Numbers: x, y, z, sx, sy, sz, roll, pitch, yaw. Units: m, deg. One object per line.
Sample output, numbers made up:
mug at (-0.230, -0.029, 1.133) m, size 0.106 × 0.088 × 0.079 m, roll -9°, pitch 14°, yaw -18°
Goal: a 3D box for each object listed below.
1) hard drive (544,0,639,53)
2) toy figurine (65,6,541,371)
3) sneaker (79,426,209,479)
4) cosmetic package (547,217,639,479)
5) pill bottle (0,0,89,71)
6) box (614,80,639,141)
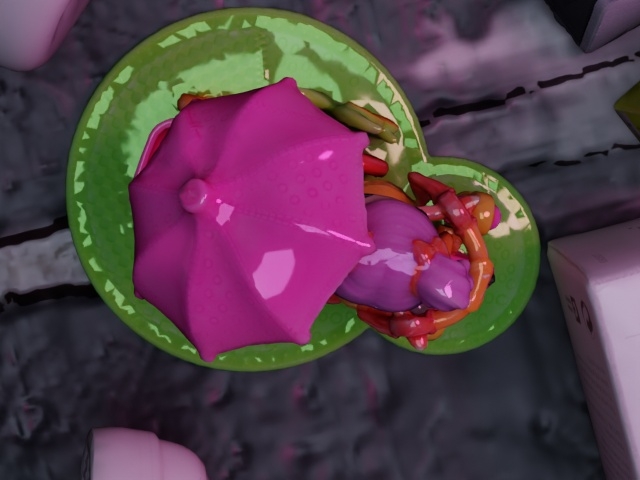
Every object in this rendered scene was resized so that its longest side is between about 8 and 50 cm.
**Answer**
hard drive at (0.147, -0.199, 0.634) m, size 0.254 × 0.054 × 0.172 m, roll -38°, pitch 98°, yaw 2°
toy figurine at (0.000, 0.000, 0.599) m, size 0.173 × 0.159 × 0.130 m, roll 20°, pitch 96°, yaw -6°
sneaker at (-0.003, 0.198, 0.659) m, size 0.169 × 0.108 × 0.293 m, roll -2°, pitch 107°, yaw -4°
cosmetic package at (0.166, 0.100, 0.661) m, size 0.117 × 0.085 × 0.231 m, roll -14°, pitch 100°, yaw -1°
pill bottle at (-0.168, -0.187, 0.564) m, size 0.283 × 0.161 × 0.161 m, roll 31°, pitch 95°, yaw -7°
box at (0.185, -0.084, 0.623) m, size 0.178 × 0.109 × 0.042 m, roll -40°, pitch 96°, yaw 2°
